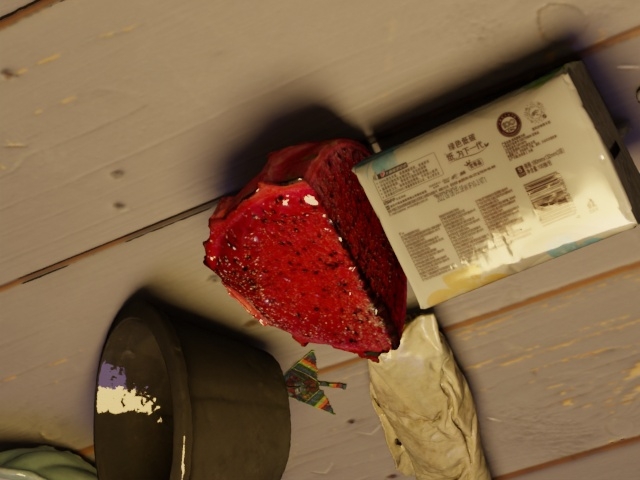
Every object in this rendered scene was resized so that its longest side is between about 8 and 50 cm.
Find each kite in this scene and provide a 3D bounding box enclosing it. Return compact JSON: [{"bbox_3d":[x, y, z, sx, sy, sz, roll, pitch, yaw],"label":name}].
[{"bbox_3d":[-0.014,0.169,1.724,0.090,0.004,0.122,-2,136,8],"label":"kite"}]

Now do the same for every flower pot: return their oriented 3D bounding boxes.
[{"bbox_3d":[-0.135,0.203,1.624,0.166,0.269,0.269,4,139,-28],"label":"flower pot"}]

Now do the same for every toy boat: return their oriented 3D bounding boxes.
[{"bbox_3d":[-0.327,0.335,1.834,0.290,0.100,0.199,35,135,-15],"label":"toy boat"}]

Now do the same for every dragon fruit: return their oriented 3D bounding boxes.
[{"bbox_3d":[0.000,0.000,1.456,0.163,0.189,0.261,18,146,45],"label":"dragon fruit"}]

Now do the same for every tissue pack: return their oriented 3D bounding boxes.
[{"bbox_3d":[0.179,-0.058,1.402,0.229,0.145,0.159,-24,96,25],"label":"tissue pack"}]

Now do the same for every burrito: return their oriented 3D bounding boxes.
[{"bbox_3d":[0.128,0.221,1.716,0.117,0.076,0.392,-8,135,14],"label":"burrito"}]

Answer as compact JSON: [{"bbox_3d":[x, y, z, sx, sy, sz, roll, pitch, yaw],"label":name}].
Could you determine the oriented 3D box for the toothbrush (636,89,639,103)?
[{"bbox_3d":[0.393,-0.200,1.301,0.024,0.026,0.288,31,131,-28],"label":"toothbrush"}]
